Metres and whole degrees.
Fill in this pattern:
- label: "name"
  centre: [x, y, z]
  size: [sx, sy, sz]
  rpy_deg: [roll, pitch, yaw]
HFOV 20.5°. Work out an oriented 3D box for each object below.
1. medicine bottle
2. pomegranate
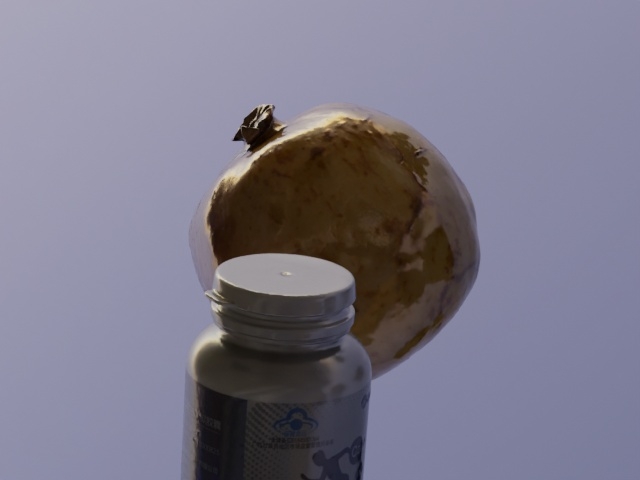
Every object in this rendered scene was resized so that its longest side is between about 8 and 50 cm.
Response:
- label: "medicine bottle"
  centre: [-0.026, 0.110, 1.014]
  size: [0.107, 0.107, 0.191]
  rpy_deg: [17, -69, 36]
- label: "pomegranate"
  centre: [0.000, 0.000, 1.275]
  size: [0.215, 0.215, 0.215]
  rpy_deg: [-13, -118, 26]
